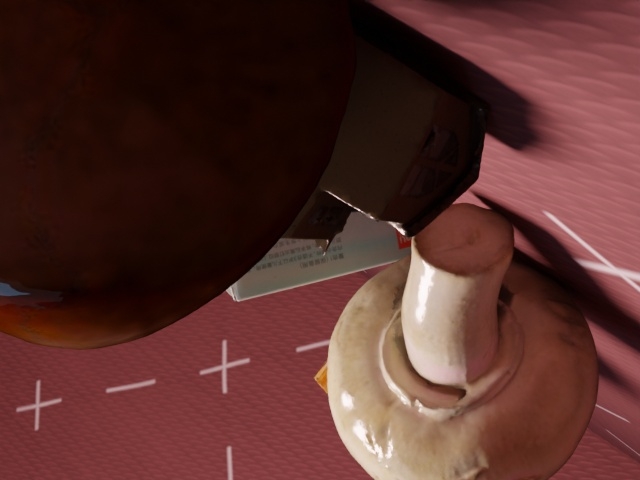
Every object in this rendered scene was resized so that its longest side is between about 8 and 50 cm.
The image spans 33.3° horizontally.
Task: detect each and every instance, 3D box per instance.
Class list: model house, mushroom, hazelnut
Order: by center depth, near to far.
[{"bbox_3d":[-0.146,-0.115,0.658,0.365,0.366,0.366,36,176,3],"label":"hazelnut"},{"bbox_3d":[0.041,-0.075,0.893,0.180,0.176,0.248,34,-168,22],"label":"model house"},{"bbox_3d":[0.163,0.122,1.246,0.315,0.356,0.315,1,-171,0],"label":"mushroom"}]

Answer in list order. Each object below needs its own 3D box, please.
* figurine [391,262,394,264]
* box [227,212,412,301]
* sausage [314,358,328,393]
[{"bbox_3d":[0.170,0.060,1.971,0.143,0.068,0.101,48,178,26],"label":"figurine"},{"bbox_3d":[0.000,0.000,1.353,0.135,0.269,0.079,-153,51,-73],"label":"box"},{"bbox_3d":[0.165,0.167,1.594,0.233,0.287,0.233,41,178,2],"label":"sausage"}]
